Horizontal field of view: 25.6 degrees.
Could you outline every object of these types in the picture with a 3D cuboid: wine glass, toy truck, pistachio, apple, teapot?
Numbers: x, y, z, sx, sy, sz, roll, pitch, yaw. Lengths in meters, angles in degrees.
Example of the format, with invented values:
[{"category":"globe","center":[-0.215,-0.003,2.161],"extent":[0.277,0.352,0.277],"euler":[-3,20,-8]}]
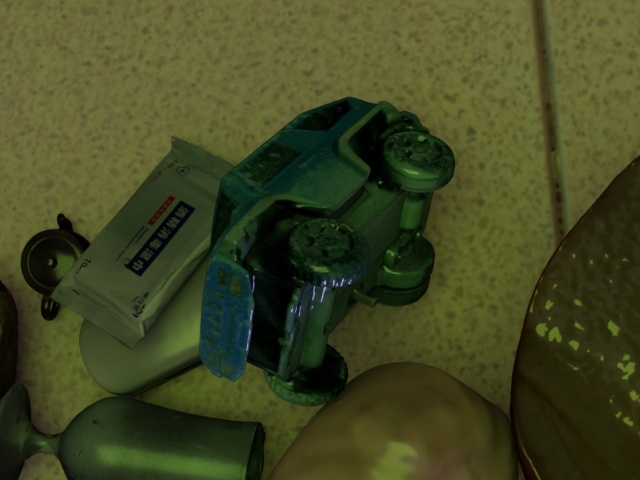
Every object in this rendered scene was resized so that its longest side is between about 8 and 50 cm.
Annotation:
[{"category":"wine glass","center":[-0.169,0.191,1.257],"extent":[0.231,0.103,0.103],"euler":[6,86,8]},{"category":"toy truck","center":[0.000,0.000,1.157],"extent":[0.156,0.279,0.155],"euler":[25,131,20]},{"category":"pistachio","center":[0.034,0.231,1.152],"extent":[0.318,0.193,0.213],"euler":[-46,48,38]},{"category":"apple","center":[0.323,0.106,1.090],"extent":[0.295,0.329,0.364],"euler":[0,71,46]},{"category":"teapot","center":[-0.247,0.025,1.314],"extent":[0.068,0.045,0.100],"euler":[8,86,12]}]

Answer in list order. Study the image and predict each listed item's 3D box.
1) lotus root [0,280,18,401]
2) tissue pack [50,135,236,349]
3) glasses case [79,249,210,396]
[{"category":"lotus root","center":[-0.342,0.183,1.307],"extent":[0.167,0.078,0.329],"euler":[7,88,33]},{"category":"tissue pack","center":[-0.147,0.000,1.273],"extent":[0.123,0.026,0.193],"euler":[27,73,38]},{"category":"glasses case","center":[-0.110,0.062,1.279],"extent":[0.233,0.059,0.092],"euler":[-29,73,7]}]
